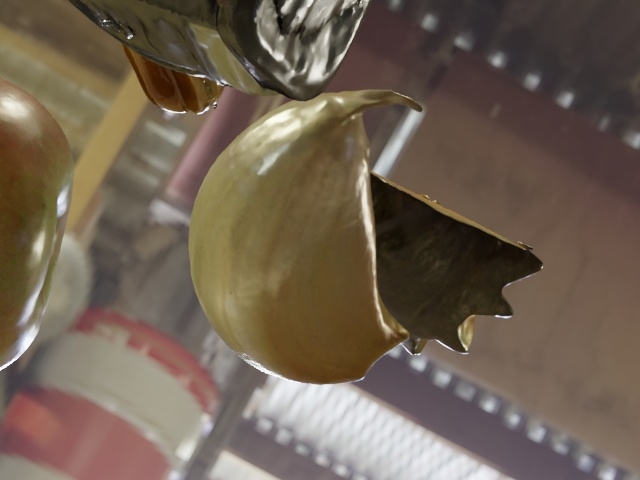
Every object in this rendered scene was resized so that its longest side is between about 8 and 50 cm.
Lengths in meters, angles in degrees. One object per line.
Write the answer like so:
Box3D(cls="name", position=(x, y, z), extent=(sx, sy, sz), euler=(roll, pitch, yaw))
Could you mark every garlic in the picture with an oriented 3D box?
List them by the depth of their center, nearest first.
Box3D(cls="garlic", position=(-0.014, -0.004, 1.373), extent=(0.164, 0.145, 0.244), euler=(1, -50, 0))

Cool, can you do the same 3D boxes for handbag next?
Box3D(cls="handbag", position=(-0.030, -0.218, 1.185), extent=(0.181, 0.254, 0.181), euler=(23, -3, 31))

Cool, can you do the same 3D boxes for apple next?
Box3D(cls="apple", position=(-0.387, -0.019, 1.832), extent=(0.277, 0.319, 0.319), euler=(14, -17, -3))

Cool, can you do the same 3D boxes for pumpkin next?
Box3D(cls="pumpkin", position=(0.032, 0.005, 1.559), extent=(0.254, 0.130, 0.149), euler=(31, 6, 33))

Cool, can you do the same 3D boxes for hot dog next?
Box3D(cls="hot dog", position=(-0.136, -0.215, 1.563), extent=(0.109, 0.072, 0.269), euler=(8, -49, 35))
